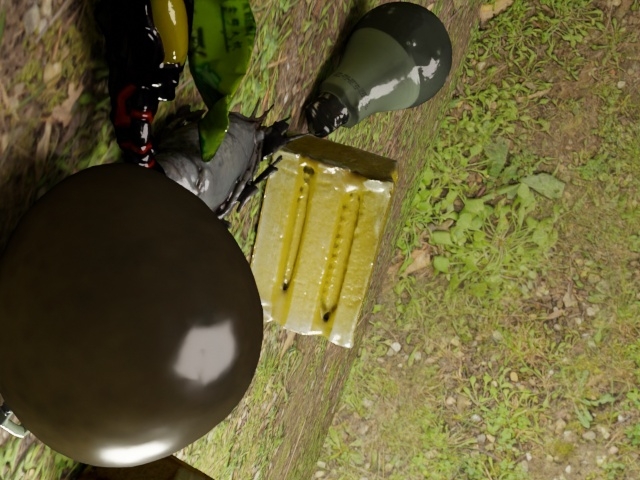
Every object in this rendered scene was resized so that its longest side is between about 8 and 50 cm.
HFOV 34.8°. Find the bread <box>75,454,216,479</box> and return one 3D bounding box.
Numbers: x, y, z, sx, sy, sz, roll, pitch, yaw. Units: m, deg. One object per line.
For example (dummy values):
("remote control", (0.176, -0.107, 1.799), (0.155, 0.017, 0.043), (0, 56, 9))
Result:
("bread", (-0.204, 0.340, 1.212), (0.181, 0.222, 0.096), (-49, 153, -37))

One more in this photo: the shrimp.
("shrimp", (-0.120, -0.082, 1.169), (0.343, 0.116, 0.145), (-42, 150, -52))

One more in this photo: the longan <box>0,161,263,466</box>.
("longan", (-0.174, 0.067, 0.904), (0.258, 0.258, 0.258), (20, 90, -77))

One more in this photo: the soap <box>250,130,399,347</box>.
("soap", (0.000, 0.000, 1.620), (0.091, 0.199, 0.315), (-58, 162, -58))

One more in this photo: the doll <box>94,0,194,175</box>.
("doll", (-0.159, -0.173, 0.936), (0.088, 0.127, 0.249), (-18, 130, -33))

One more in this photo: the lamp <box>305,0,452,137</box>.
("lamp", (0.086, -0.293, 1.699), (0.313, 0.182, 0.182), (-24, 138, -39))

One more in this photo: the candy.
("candy", (-0.100, -0.207, 0.999), (0.149, 0.069, 0.247), (142, -60, -79))

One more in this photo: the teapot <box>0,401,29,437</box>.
("teapot", (-0.279, 0.154, 0.996), (0.088, 0.066, 0.057), (-49, 148, 6))
